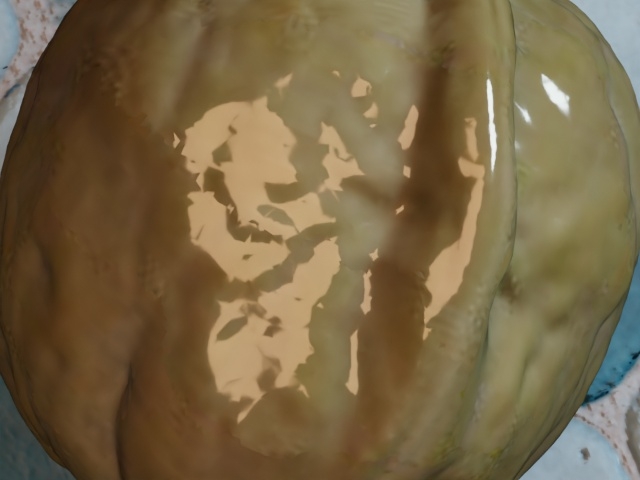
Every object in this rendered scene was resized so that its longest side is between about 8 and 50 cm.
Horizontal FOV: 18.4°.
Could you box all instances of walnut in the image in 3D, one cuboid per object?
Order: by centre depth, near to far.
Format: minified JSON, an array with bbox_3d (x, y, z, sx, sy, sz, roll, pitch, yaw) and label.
[{"bbox_3d":[0.000,0.000,1.087,0.381,0.381,0.381,-1,83,5],"label":"walnut"}]
